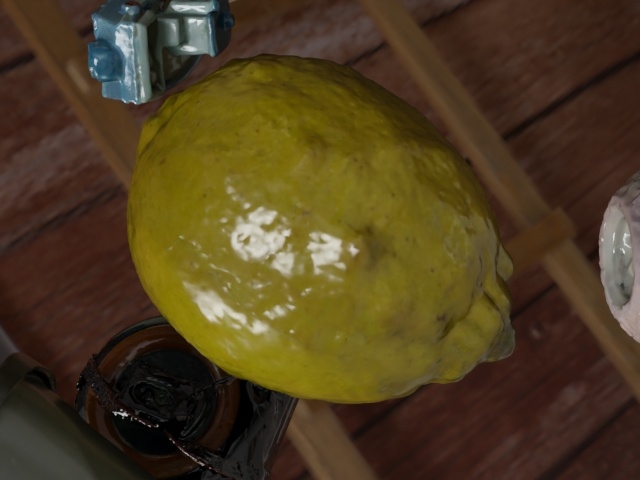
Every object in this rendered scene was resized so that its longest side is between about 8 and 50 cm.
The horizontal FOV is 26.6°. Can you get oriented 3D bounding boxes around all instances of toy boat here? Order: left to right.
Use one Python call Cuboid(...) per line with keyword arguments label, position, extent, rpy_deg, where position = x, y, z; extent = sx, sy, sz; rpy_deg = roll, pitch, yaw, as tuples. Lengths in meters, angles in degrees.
Cuboid(label="toy boat", position=(-0.123, -0.172, 1.173), extent=(0.102, 0.088, 0.215), rpy_deg=(1, -163, 10))

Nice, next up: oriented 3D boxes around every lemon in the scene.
Cuboid(label="lemon", position=(-0.007, -0.003, 1.113), extent=(0.285, 0.316, 0.285), rpy_deg=(-25, 170, -4))

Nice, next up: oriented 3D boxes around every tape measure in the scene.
Cuboid(label="tape measure", position=(-0.139, 0.179, 1.365), extent=(0.135, 0.223, 0.202), rpy_deg=(73, 35, -66))

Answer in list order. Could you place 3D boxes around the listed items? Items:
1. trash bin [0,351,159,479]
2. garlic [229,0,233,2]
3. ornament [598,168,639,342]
Cuboid(label="trash bin", position=(-0.220, 0.252, 1.137), extent=(0.220, 0.250, 0.219), rpy_deg=(-54, -174, -5))
Cuboid(label="garlic", position=(-0.139, -0.289, 1.490), extent=(0.198, 0.128, 0.090), rpy_deg=(-22, 155, 0))
Cuboid(label="ornament", position=(0.467, 0.017, 1.642), extent=(0.225, 0.259, 0.259), rpy_deg=(-1, 164, -5))
